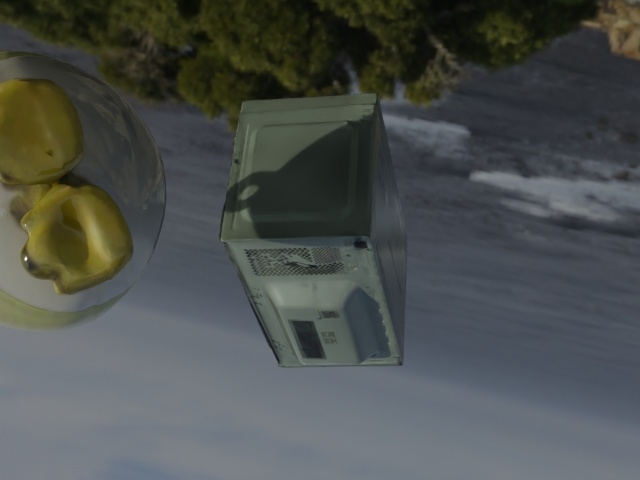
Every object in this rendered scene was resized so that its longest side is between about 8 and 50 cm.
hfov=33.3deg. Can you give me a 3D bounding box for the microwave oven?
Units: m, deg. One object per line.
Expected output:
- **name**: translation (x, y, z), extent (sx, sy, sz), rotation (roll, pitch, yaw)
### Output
- **microwave oven**: translation (0.000, 0.000, 0.895), extent (0.122, 0.162, 0.208), rotation (-2, 146, 12)

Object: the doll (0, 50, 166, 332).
- **doll**: translation (-0.176, -0.014, 0.565), extent (0.117, 0.141, 0.296), rotation (-36, -167, -35)
